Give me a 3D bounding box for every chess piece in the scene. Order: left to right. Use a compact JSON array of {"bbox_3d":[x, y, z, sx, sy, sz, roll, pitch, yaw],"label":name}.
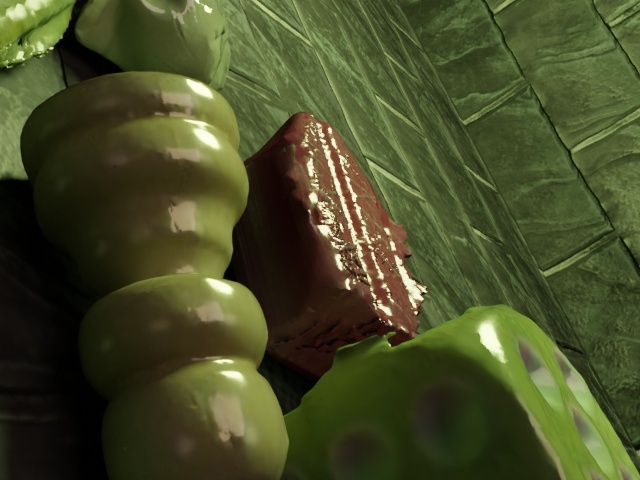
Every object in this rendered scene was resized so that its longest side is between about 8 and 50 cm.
[{"bbox_3d":[-0.107,0.050,0.648,0.167,0.167,0.300,25,45,-57],"label":"chess piece"}]

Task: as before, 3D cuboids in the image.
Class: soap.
[{"bbox_3d":[0.000,0.000,0.980,0.220,0.127,0.325,40,25,-43],"label":"soap"}]

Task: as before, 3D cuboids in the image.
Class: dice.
[{"bbox_3d":[0.104,0.211,0.730,0.249,0.252,0.254,20,40,-61],"label":"dice"}]

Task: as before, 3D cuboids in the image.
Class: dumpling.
[{"bbox_3d":[-0.149,-0.225,0.942,0.124,0.151,0.229,27,3,23],"label":"dumpling"}]

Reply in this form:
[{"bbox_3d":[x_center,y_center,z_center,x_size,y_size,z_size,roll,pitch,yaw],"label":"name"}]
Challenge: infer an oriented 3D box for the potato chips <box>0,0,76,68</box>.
[{"bbox_3d":[-0.264,-0.285,0.651,0.429,0.070,0.358,-59,145,-57],"label":"potato chips"}]
